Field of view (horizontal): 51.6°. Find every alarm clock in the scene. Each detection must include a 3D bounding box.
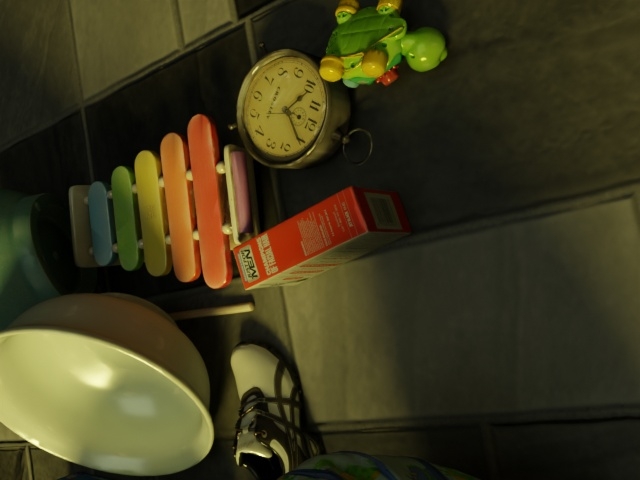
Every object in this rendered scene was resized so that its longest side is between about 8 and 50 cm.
[{"bbox_3d":[-0.015,-0.134,0.730,0.192,0.064,0.129,36,110,32],"label":"alarm clock"}]

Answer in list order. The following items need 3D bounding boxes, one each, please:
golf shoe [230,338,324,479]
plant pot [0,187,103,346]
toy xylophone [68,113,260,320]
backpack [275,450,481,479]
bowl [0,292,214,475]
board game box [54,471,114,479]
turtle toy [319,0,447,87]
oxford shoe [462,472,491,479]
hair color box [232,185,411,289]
[{"bbox_3d":[-0.064,0.204,0.755,0.077,0.094,0.198,-41,67,29],"label":"golf shoe"},{"bbox_3d":[-0.432,0.046,0.919,0.196,0.293,0.293,-21,78,7],"label":"plant pot"},{"bbox_3d":[-0.189,-0.008,0.843,0.323,0.081,0.236,-18,81,34],"label":"toy xylophone"},{"bbox_3d":[0.046,0.329,0.453,0.290,0.273,0.355,-39,31,53],"label":"backpack"},{"bbox_3d":[-0.261,0.160,0.829,0.298,0.298,0.134,-27,32,32],"label":"bowl"},{"bbox_3d":[-0.317,0.458,0.962,0.160,0.047,0.210,-5,89,35],"label":"board game box"},{"bbox_3d":[0.063,-0.196,0.672,0.130,0.066,0.095,5,70,33],"label":"turtle toy"},{"bbox_3d":[0.170,0.269,0.612,0.212,0.076,0.076,-11,124,44],"label":"oxford shoe"},{"bbox_3d":[0.000,0.000,0.705,0.167,0.093,0.053,-27,75,32],"label":"hair color box"}]
